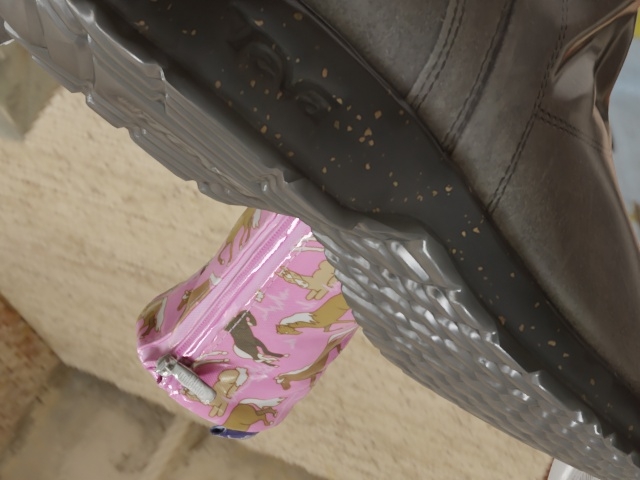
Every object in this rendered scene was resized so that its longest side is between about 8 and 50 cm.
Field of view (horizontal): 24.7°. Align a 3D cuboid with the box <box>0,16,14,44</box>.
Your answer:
[{"bbox_3d":[-0.124,-0.176,0.695,0.175,0.051,0.220,-9,-138,48],"label":"box"}]

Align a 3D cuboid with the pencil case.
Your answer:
[{"bbox_3d":[0.000,0.000,1.152,0.386,0.160,0.167,-49,-157,38],"label":"pencil case"}]

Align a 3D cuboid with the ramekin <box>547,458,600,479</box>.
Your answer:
[{"bbox_3d":[0.313,0.258,1.436,0.135,0.277,0.277,18,-120,-2],"label":"ramekin"}]

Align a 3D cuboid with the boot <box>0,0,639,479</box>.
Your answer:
[{"bbox_3d":[0.084,-0.064,0.463,0.118,0.338,0.223,19,-108,49],"label":"boot"}]
